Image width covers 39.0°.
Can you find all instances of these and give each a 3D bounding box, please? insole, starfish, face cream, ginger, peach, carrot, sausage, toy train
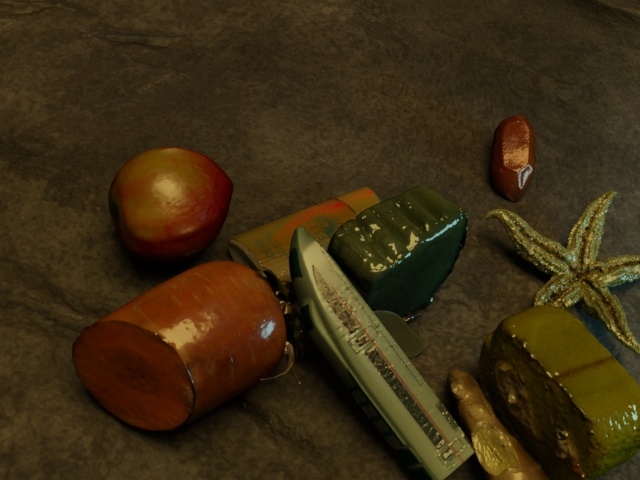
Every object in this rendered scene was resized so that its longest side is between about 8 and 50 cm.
[{"bbox_3d":[0.115,0.145,1.392,0.053,0.152,0.002,-45,43,4],"label":"insole"},{"bbox_3d":[0.475,0.062,1.584,0.357,0.078,0.347,1,51,-15],"label":"starfish"},{"bbox_3d":[0.000,0.000,1.508,0.285,0.067,0.139,-22,56,-30],"label":"face cream"},{"bbox_3d":[0.263,0.307,1.319,0.131,0.086,0.295,17,37,-42],"label":"ginger"},{"bbox_3d":[-0.230,-0.057,1.418,0.197,0.197,0.197,8,50,-9],"label":"peach"},{"bbox_3d":[-0.150,0.132,1.272,0.214,0.193,0.331,13,31,42],"label":"carrot"},{"bbox_3d":[0.369,-0.164,1.736,0.089,0.089,0.179,11,59,-7],"label":"sausage"},{"bbox_3d":[0.059,0.164,1.301,0.088,0.086,0.407,-35,86,-21],"label":"toy train"}]

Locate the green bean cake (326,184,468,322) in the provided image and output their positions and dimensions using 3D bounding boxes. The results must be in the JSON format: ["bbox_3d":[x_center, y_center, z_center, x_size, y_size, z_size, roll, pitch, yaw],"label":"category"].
[{"bbox_3d":[0.114,0.036,1.419,0.227,0.223,0.125,-25,56,-27],"label":"green bean cake"}]

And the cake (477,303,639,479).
[{"bbox_3d":[0.350,0.231,1.345,0.156,0.179,0.260,-13,48,-29],"label":"cake"}]
